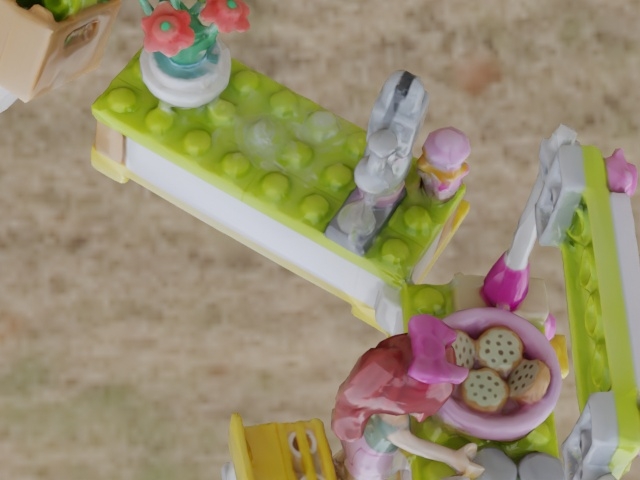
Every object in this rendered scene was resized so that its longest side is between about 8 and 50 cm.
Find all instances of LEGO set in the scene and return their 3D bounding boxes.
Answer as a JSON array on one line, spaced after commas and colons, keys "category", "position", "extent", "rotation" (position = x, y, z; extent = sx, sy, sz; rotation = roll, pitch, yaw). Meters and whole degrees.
[{"category": "LEGO set", "position": [0.000, 0.000, 0.420], "extent": [0.132, 0.287, 0.107], "rotation": [-18, 152, -18]}]
